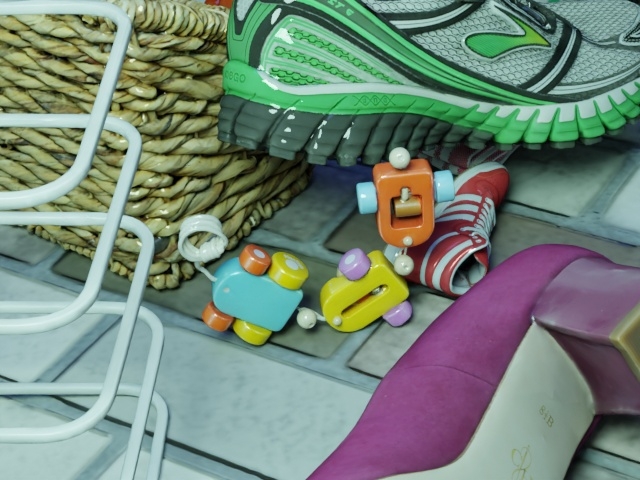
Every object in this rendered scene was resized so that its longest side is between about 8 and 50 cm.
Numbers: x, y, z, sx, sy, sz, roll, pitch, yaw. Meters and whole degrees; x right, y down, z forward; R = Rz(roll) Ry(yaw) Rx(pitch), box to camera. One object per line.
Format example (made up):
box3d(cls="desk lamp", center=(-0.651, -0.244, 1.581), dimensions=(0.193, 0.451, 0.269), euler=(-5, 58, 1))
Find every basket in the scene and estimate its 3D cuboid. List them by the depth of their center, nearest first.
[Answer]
box3d(cls="basket", center=(-0.157, -0.141, 1.026), dimensions=(0.299, 0.223, 0.213), euler=(21, 44, 34))

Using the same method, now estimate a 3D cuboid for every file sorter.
box3d(cls="file sorter", center=(-0.177, 0.038, 0.739), dimensions=(0.173, 0.277, 0.193), euler=(1, 36, 3))

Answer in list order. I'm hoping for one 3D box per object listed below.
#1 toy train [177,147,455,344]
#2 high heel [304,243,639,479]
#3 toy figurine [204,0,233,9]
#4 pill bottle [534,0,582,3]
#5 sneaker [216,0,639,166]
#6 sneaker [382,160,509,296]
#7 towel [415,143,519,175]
box3d(cls="toy train", center=(0.000, 0.000, 0.891), dimensions=(0.166, 0.125, 0.046), euler=(-11, 34, 0))
box3d(cls="high heel", center=(0.040, 0.132, 0.753), dimensions=(0.377, 0.127, 0.181), euler=(-33, 14, -26))
box3d(cls="toy figurine", center=(0.001, -0.233, 1.163), dimensions=(0.209, 0.148, 0.213), euler=(-15, 29, -2))
box3d(cls="pill bottle", center=(0.282, -0.312, 1.209), dimensions=(0.361, 0.204, 0.204), euler=(-18, 37, -16))
box3d(cls="sneaker", center=(0.096, -0.135, 0.947), dimensions=(0.343, 0.146, 0.134), euler=(-8, 20, -36))
box3d(cls="sneaker", center=(0.101, -0.005, 0.949), dimensions=(0.067, 0.042, 0.118), euler=(23, 52, 40))
box3d(cls="towel", center=(0.084, -0.106, 1.108), dimensions=(0.197, 0.029, 0.144), euler=(22, 44, 38))
